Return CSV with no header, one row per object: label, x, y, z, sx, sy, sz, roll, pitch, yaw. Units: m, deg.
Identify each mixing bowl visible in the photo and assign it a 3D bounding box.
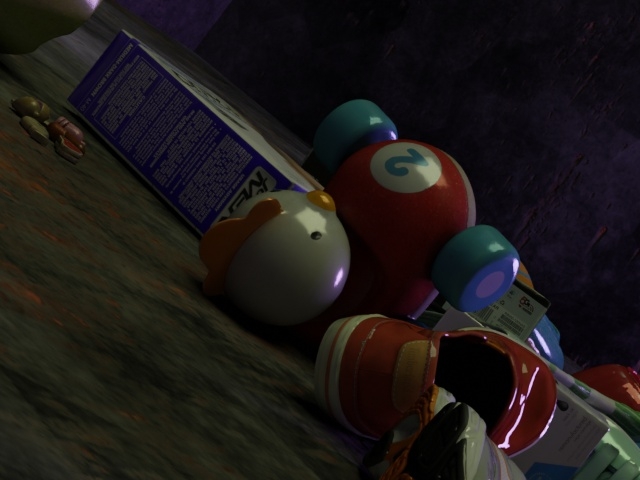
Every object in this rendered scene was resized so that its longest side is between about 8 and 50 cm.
mixing bowl,0.385,0.225,2.514,0.181,0.098,0.181,47,10,-11

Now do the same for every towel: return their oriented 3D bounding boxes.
towel,0.190,0.135,2.038,0.248,0.038,0.325,10,-16,44

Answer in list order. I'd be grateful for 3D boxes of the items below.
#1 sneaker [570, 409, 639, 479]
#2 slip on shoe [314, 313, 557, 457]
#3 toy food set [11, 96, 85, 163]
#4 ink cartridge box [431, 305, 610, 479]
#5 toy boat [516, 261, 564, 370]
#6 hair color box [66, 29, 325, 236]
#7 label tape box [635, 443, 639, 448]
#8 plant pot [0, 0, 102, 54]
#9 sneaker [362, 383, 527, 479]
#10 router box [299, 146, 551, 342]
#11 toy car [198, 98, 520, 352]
sneaker,0.292,0.249,1.902,0.256,0.094,0.151,36,8,-7
slip on shoe,0.117,0.123,1.568,0.101,0.123,0.331,6,-7,32
toy food set,-0.241,-0.101,1.774,0.078,0.019,0.122,35,6,-30
ink cartridge box,0.162,0.153,1.801,0.180,0.104,0.060,37,6,1
toy boat,0.188,0.044,2.470,0.318,0.148,0.267,45,-5,46
hair color box,-0.095,-0.066,1.992,0.185,0.110,0.339,33,8,-48
label tape box,0.427,0.316,2.155,0.240,0.106,0.333,41,6,39
plant pot,-0.341,-0.327,1.961,0.276,0.276,0.254,42,-5,41
sneaker,0.103,0.172,1.302,0.121,0.099,0.262,42,6,-3
router box,0.090,0.026,2.192,0.309,0.081,0.243,36,-11,0
toy car,0.000,0.000,1.639,0.238,0.210,0.219,11,31,-51
